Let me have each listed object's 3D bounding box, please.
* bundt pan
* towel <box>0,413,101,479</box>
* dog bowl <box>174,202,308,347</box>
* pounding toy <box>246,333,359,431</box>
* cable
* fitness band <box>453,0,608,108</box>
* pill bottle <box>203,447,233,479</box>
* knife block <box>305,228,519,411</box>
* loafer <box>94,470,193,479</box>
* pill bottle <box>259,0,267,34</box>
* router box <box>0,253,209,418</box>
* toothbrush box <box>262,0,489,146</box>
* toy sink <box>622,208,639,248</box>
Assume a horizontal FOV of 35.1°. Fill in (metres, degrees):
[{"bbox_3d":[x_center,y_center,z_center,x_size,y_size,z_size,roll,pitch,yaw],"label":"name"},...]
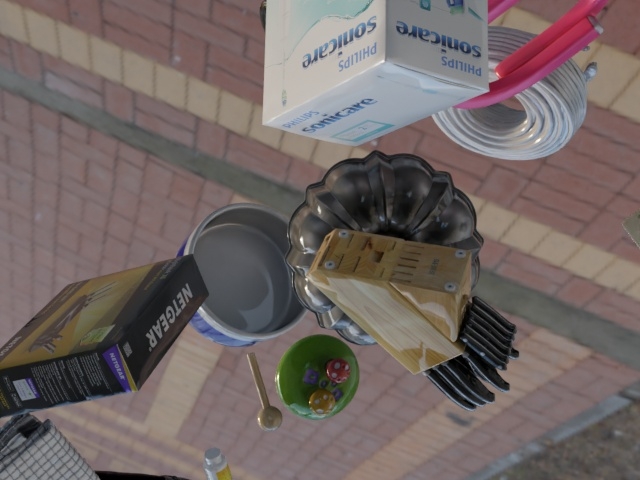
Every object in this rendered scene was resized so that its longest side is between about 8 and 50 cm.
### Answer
[{"bbox_3d":[0.106,0.022,1.608,0.330,0.331,0.124,25,-175,-4],"label":"bundt pan"},{"bbox_3d":[-0.582,0.481,1.920,0.121,0.283,0.235,27,154,47],"label":"towel"},{"bbox_3d":[-0.146,0.068,1.934,0.265,0.265,0.104,31,151,-15],"label":"dog bowl"},{"bbox_3d":[-0.016,0.297,2.067,0.236,0.183,0.110,-11,-169,-17],"label":"pounding toy"},{"bbox_3d":[0.293,-0.228,1.610,0.257,0.089,0.257,18,150,14],"label":"cable"},{"bbox_3d":[0.268,-0.284,1.347,0.291,0.054,0.209,-37,150,22],"label":"fitness band"},{"bbox_3d":[-0.183,0.410,1.800,0.043,0.043,0.083,7,124,29],"label":"pill bottle"},{"bbox_3d":[0.129,0.118,1.371,0.275,0.088,0.242,10,132,16],"label":"knife block"},{"bbox_3d":[-0.346,0.531,2.095,0.302,0.109,0.095,5,122,-8],"label":"loafer"},{"bbox_3d":[0.021,-0.377,1.605,0.123,0.219,0.123,47,161,22],"label":"pill bottle"},{"bbox_3d":[-0.335,0.139,1.532,0.242,0.309,0.081,-13,109,18],"label":"router box"},{"bbox_3d":[0.049,-0.265,0.994,0.126,0.296,0.216,10,164,-32],"label":"toothbrush box"},{"bbox_3d":[0.576,-0.015,1.540,0.153,0.131,0.234,-40,156,21],"label":"toy sink"}]
